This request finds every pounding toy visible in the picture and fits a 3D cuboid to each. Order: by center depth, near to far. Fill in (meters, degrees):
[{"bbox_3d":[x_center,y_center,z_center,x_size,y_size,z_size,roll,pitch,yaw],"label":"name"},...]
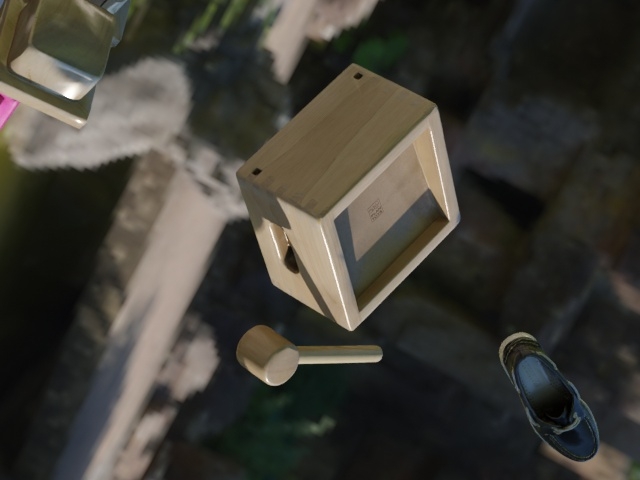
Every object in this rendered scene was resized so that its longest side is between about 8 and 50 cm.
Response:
[{"bbox_3d":[-0.002,0.010,1.404,0.206,0.094,0.181,-44,144,-23],"label":"pounding toy"}]

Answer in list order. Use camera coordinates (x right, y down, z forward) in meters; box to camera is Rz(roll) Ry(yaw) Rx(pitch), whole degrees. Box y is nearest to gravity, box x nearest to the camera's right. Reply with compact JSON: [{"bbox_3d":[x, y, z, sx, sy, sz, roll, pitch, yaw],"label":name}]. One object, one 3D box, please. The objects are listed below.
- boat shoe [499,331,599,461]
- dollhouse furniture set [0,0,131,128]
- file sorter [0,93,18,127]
[{"bbox_3d":[0.181,0.127,1.507,0.046,0.125,0.038,-30,-159,2],"label":"boat shoe"},{"bbox_3d":[-0.248,-0.028,0.763,0.174,0.303,0.355,-34,-141,50],"label":"dollhouse furniture set"},{"bbox_3d":[-0.403,-0.107,1.439,0.182,0.290,0.202,-56,-171,-25],"label":"file sorter"}]
